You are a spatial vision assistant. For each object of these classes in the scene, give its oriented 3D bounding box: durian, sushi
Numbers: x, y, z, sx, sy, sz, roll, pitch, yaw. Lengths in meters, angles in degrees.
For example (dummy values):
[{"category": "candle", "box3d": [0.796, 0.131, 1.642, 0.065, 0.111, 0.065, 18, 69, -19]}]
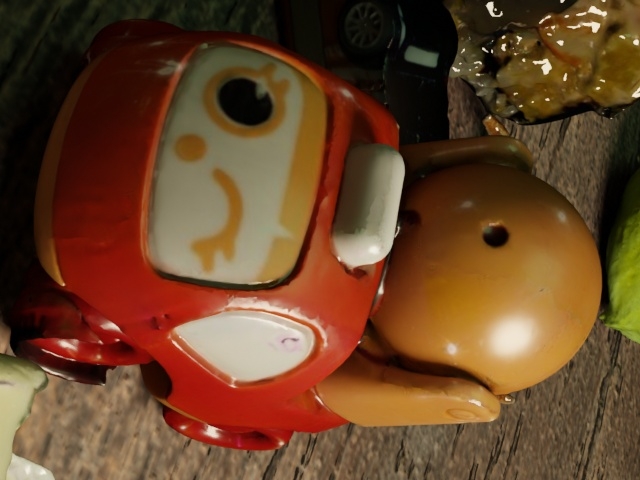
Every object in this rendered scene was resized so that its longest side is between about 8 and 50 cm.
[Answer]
[{"category": "durian", "box3d": [0.328, -0.006, 1.247, 0.139, 0.101, 0.250, 96, 14, -54]}, {"category": "sushi", "box3d": [0.200, -0.202, 1.014, 0.213, 0.200, 0.204, 54, 37, -42]}]

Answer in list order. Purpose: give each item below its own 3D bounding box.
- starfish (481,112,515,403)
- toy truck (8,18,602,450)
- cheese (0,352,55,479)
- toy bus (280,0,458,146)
[{"category": "starfish", "box3d": [0.145, 0.018, 1.021, 0.238, 0.057, 0.213, 23, 74, -50]}, {"category": "toy truck", "box3d": [0.000, 0.000, 0.664, 0.265, 0.239, 0.189, 36, 56, -45]}, {"category": "cheese", "box3d": [-0.194, 0.084, 0.544, 0.235, 0.049, 0.127, 36, 59, -44]}, {"category": "toy bus", "box3d": [0.023, -0.220, 0.857, 0.093, 0.092, 0.409, -2, 86, -56]}]
